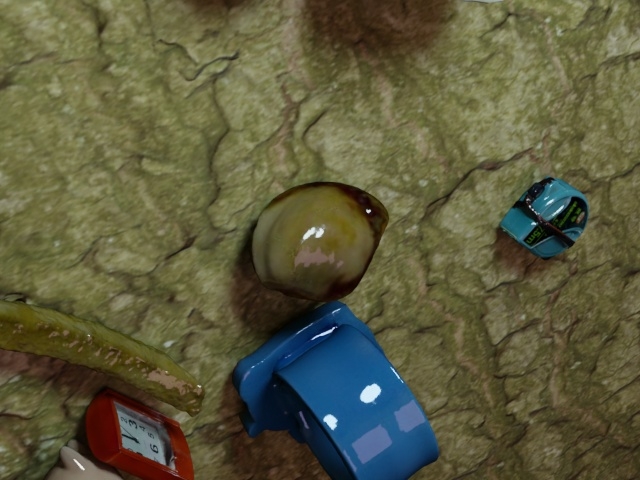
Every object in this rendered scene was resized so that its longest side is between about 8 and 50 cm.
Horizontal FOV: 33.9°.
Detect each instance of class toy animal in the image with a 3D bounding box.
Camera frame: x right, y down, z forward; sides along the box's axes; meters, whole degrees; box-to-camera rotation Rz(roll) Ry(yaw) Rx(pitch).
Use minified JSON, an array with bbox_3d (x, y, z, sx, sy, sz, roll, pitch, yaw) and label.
[{"bbox_3d":[-0.357,0.394,1.388,0.250,0.154,0.166,-45,177,-3],"label":"toy animal"}]

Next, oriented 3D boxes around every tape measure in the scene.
[{"bbox_3d":[0.369,-0.037,1.697,0.146,0.081,0.125,30,100,-43],"label":"tape measure"}]

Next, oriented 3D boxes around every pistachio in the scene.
[{"bbox_3d":[0.000,0.000,1.435,0.210,0.130,0.165,-30,90,-17],"label":"pistachio"}]

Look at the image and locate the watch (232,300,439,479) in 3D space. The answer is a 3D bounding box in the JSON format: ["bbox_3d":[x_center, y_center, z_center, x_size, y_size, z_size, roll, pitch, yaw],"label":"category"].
[{"bbox_3d":[0.043,0.271,1.517,0.241,0.274,0.305,-36,126,-14],"label":"watch"}]

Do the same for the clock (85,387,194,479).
[{"bbox_3d":[-0.249,0.279,1.430,0.061,0.113,0.155,-37,134,13],"label":"clock"}]

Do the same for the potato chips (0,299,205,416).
[{"bbox_3d":[-0.312,0.134,1.320,0.407,0.080,0.057,25,114,-39],"label":"potato chips"}]

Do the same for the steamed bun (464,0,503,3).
[{"bbox_3d":[0.128,-0.379,1.262,0.242,0.164,0.146,-3,122,-47],"label":"steamed bun"}]
